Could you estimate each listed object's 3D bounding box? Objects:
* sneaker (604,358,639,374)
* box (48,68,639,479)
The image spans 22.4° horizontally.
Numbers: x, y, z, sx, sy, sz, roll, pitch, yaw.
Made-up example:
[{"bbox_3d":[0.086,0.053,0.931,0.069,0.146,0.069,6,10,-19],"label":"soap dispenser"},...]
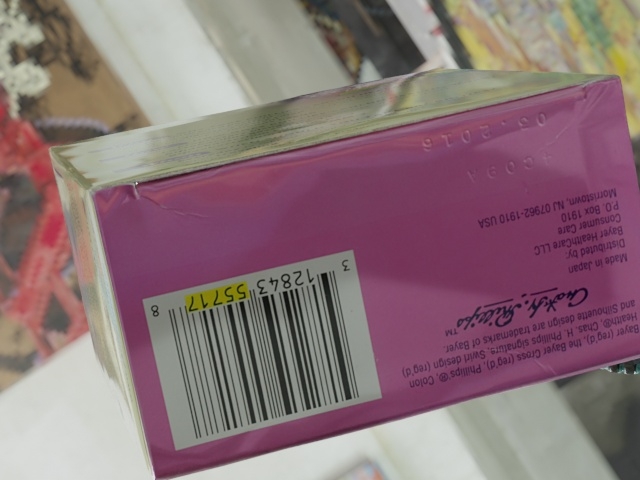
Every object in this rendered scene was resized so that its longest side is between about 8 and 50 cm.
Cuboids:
[{"bbox_3d":[0.186,0.057,1.292,0.283,0.110,0.122,6,-173,31],"label":"sneaker"},{"bbox_3d":[0.000,0.000,0.727,0.213,0.117,0.243,-13,-170,-12],"label":"box"}]
